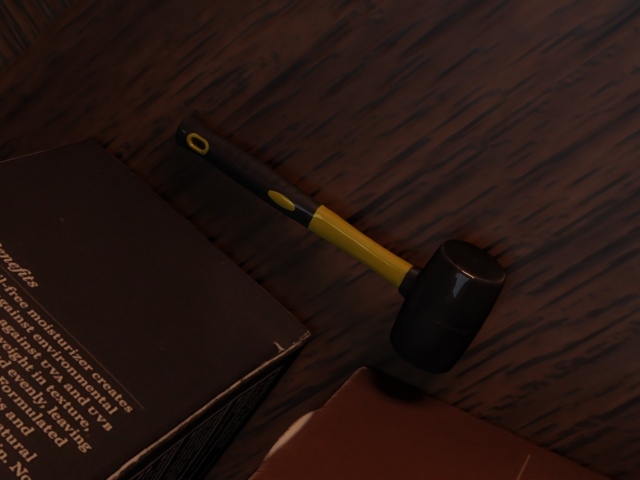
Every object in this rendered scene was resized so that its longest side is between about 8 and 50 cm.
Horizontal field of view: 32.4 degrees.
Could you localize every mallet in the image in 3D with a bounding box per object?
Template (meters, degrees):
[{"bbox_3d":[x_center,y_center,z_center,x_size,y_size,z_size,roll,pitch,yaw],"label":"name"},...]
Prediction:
[{"bbox_3d":[0.000,0.000,0.560,0.189,0.039,0.062,28,115,19],"label":"mallet"}]

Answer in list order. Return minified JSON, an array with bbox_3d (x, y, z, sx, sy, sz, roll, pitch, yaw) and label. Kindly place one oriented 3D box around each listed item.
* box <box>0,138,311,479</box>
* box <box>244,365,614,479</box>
[{"bbox_3d":[-0.201,0.132,0.532,0.182,0.294,0.296,41,115,10],"label":"box"},{"bbox_3d":[0.134,0.214,0.471,0.381,0.191,0.143,25,112,16],"label":"box"}]
